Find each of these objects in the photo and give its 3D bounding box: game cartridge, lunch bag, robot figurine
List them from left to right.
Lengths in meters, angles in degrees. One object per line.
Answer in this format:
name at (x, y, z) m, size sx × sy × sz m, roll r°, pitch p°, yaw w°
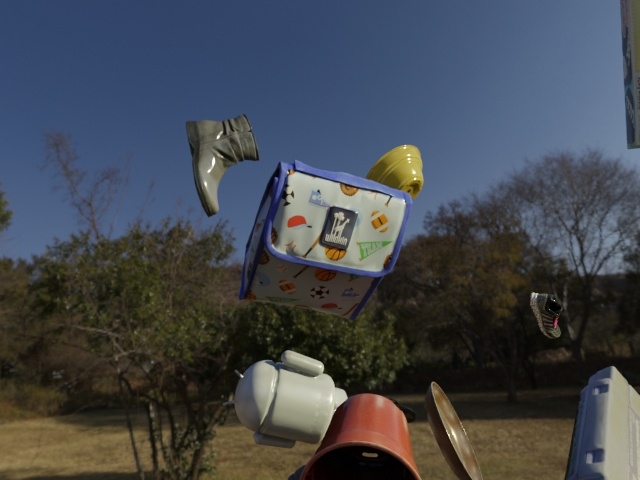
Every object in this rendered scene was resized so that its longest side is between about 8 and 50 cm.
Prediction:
robot figurine at (-0.094, 0.464, 1.428) m, size 0.353 × 0.300 × 0.200 m, roll 16°, pitch 7°, yaw -12°
lunch bag at (0.000, 0.000, 1.197) m, size 0.328 × 0.239 × 0.385 m, roll 13°, pitch -47°, yaw -16°
game cartridge at (0.410, 0.322, 0.612) m, size 0.068 × 0.230 × 0.355 m, roll -50°, pitch -16°, yaw 30°

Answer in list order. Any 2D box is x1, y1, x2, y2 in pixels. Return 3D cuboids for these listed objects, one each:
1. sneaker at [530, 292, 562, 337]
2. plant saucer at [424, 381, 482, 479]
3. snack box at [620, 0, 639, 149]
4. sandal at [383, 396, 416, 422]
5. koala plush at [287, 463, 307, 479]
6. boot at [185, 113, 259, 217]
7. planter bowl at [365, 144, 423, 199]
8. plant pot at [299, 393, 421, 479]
sneaker at (0.700, 0.228, 1.496) m, size 0.075 × 0.170 × 0.063 m, roll -15°, pitch 21°, yaw 45°
plant saucer at (0.383, 0.574, 1.457) m, size 0.050 × 0.310 × 0.310 m, roll -28°, pitch -21°, yaw 13°
snack box at (0.560, -0.309, 0.734) m, size 0.187 × 0.322 × 0.060 m, roll -3°, pitch 3°, yaw 20°
sandal at (0.224, 0.558, 1.651) m, size 0.219 × 0.060 × 0.090 m, roll -16°, pitch -59°, yaw 49°
koala plush at (0.011, 0.855, 1.639) m, size 0.221 × 0.203 × 0.196 m, roll 24°, pitch 1°, yaw -29°
boot at (-0.298, -0.251, 1.584) m, size 0.223 × 0.338 × 0.118 m, roll -9°, pitch -11°, yaw -12°
planter bowl at (0.239, -0.170, 1.476) m, size 0.217 × 0.090 × 0.217 m, roll -25°, pitch -34°, yaw -19°
plant pot at (0.106, 0.513, 1.157) m, size 0.272 × 0.272 × 0.265 m, roll -12°, pitch 10°, yaw 11°
